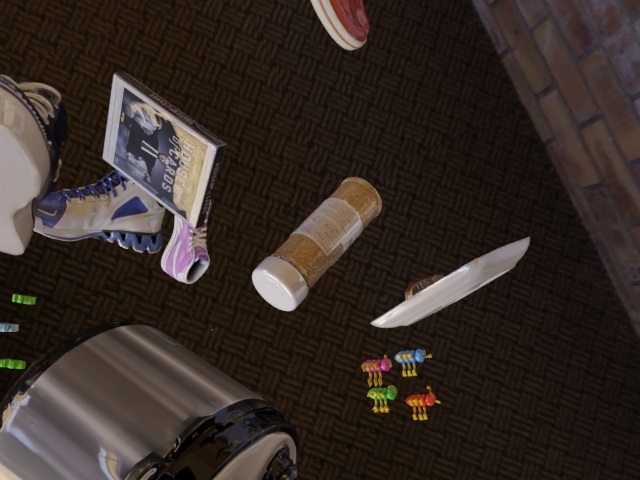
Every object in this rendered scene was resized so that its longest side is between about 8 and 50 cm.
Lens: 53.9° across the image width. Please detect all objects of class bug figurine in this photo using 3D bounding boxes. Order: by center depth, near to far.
[{"bbox_3d":[0.233,0.412,1.856,0.216,0.072,0.279,-5,125,16],"label":"bug figurine"}]

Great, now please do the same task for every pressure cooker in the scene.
[{"bbox_3d":[-0.231,0.355,0.928,0.420,0.370,0.375,26,115,25],"label":"pressure cooker"}]

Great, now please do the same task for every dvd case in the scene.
[{"bbox_3d":[-0.276,-0.154,1.085,0.239,0.179,0.029,36,38,17],"label":"dvd case"}]

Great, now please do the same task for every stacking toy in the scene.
[{"bbox_3d":[-0.763,0.199,1.462,0.221,0.052,0.166,6,86,14],"label":"stacking toy"}]

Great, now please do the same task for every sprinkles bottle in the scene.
[{"bbox_3d":[0.000,0.000,1.427,0.121,0.121,0.355,44,58,-1],"label":"sprinkles bottle"}]

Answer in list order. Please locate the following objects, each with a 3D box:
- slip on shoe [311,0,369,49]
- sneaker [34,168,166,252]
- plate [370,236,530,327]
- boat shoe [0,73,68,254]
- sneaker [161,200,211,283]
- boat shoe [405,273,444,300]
[{"bbox_3d":[0.020,-0.365,0.721,0.101,0.331,0.123,-7,49,10],"label":"slip on shoe"},{"bbox_3d":[-0.459,-0.092,1.340,0.316,0.127,0.182,11,109,-41],"label":"sneaker"},{"bbox_3d":[0.274,0.095,1.278,0.278,0.277,0.045,-13,71,-50],"label":"plate"},{"bbox_3d":[-0.299,-0.106,0.579,0.127,0.340,0.158,18,67,-22],"label":"boat shoe"},{"bbox_3d":[-0.350,-0.013,1.804,0.102,0.161,0.282,10,99,-43],"label":"sneaker"},{"bbox_3d":[0.240,0.120,1.495,0.060,0.178,0.064,-7,93,33],"label":"boat shoe"}]
